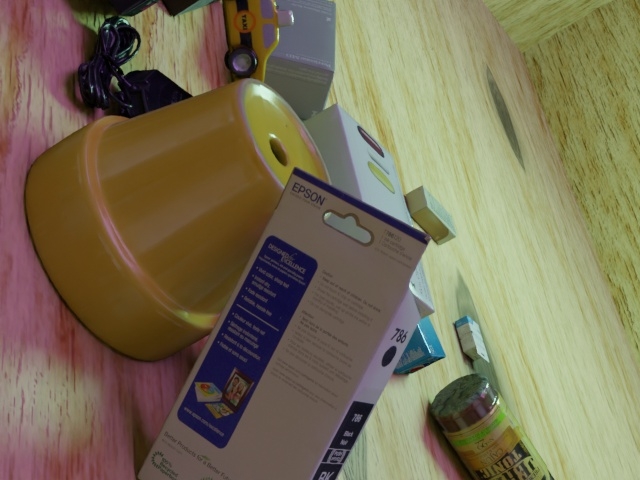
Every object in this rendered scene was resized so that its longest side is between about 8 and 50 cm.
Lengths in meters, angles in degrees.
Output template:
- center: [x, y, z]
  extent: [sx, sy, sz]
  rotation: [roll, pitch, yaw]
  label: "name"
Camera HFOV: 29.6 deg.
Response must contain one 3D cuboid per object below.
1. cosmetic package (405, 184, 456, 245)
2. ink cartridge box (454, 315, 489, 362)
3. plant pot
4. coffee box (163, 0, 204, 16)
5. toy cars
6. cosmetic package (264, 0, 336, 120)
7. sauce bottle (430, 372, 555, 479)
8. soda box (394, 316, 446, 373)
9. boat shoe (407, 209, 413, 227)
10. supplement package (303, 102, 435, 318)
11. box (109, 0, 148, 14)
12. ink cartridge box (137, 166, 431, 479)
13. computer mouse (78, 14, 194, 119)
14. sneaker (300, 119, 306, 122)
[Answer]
- center: [0.213, -0.048, 2.328]
  extent: [0.115, 0.041, 0.060]
  rotation: [43, 28, -39]
  label: "cosmetic package"
- center: [0.274, 0.184, 2.189]
  extent: [0.048, 0.028, 0.083]
  rotation: [38, 30, -45]
  label: "ink cartridge box"
- center: [-0.129, -0.039, 1.240]
  extent: [0.254, 0.239, 0.254]
  rotation: [47, 25, -30]
  label: "plant pot"
- center: [-0.180, -0.435, 1.827]
  extent: [0.141, 0.098, 0.246]
  rotation: [57, 21, -8]
  label: "coffee box"
- center: [-0.062, -0.182, 1.439]
  extent: [0.176, 0.087, 0.394]
  rotation: [92, -11, -59]
  label: "toy cars"
- center: [-0.045, -0.292, 1.890]
  extent: [0.127, 0.107, 0.238]
  rotation: [11, 33, -9]
  label: "cosmetic package"
- center: [0.304, 0.370, 1.902]
  extent: [0.344, 0.111, 0.111]
  rotation: [54, 22, -14]
  label: "sauce bottle"
- center: [0.114, 0.098, 1.871]
  extent: [0.071, 0.067, 0.210]
  rotation: [13, 51, -64]
  label: "soda box"
- center: [0.105, -0.077, 2.079]
  extent: [0.183, 0.066, 0.066]
  rotation: [57, 19, -10]
  label: "boat shoe"
- center: [0.000, 0.000, 1.536]
  extent: [0.145, 0.204, 0.262]
  rotation: [37, 32, -47]
  label: "supplement package"
- center: [-0.262, -0.429, 1.514]
  extent: [0.270, 0.143, 0.165]
  rotation: [57, 2, -10]
  label: "box"
- center: [-0.025, 0.115, 1.110]
  extent: [0.165, 0.333, 0.065]
  rotation: [30, 5, 31]
  label: "ink cartridge box"
- center: [-0.187, -0.141, 1.488]
  extent: [0.272, 0.072, 0.188]
  rotation: [38, 30, -21]
  label: "computer mouse"
- center: [-0.006, -0.078, 1.814]
  extent: [0.234, 0.078, 0.106]
  rotation: [59, 23, 4]
  label: "sneaker"
